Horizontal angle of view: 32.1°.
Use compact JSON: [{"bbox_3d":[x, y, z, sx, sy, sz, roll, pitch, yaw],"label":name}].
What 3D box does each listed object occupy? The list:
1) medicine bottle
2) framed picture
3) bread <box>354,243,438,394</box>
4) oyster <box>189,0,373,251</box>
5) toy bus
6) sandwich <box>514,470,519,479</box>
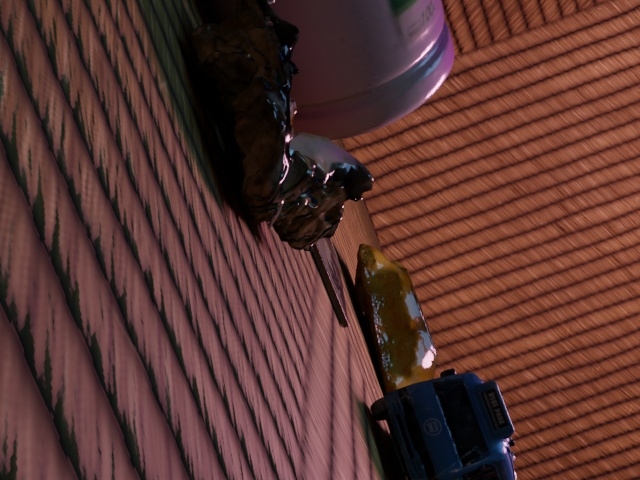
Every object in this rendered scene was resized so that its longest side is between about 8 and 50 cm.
[{"bbox_3d":[-0.017,-0.273,1.007,0.212,0.212,0.325,-103,171,-54],"label":"medicine bottle"},{"bbox_3d":[0.000,0.000,1.273,0.201,0.010,0.135,-99,169,-69],"label":"framed picture"},{"bbox_3d":[0.106,0.120,1.539,0.160,0.088,0.233,71,3,-72],"label":"bread"},{"bbox_3d":[-0.031,-0.081,0.833,0.259,0.092,0.198,-121,-172,-65],"label":"oyster"},{"bbox_3d":[0.144,0.229,1.229,0.246,0.134,0.113,63,8,-65],"label":"toy bus"},{"bbox_3d":[0.225,0.370,1.609,0.325,0.131,0.262,68,6,-55],"label":"sandwich"}]
